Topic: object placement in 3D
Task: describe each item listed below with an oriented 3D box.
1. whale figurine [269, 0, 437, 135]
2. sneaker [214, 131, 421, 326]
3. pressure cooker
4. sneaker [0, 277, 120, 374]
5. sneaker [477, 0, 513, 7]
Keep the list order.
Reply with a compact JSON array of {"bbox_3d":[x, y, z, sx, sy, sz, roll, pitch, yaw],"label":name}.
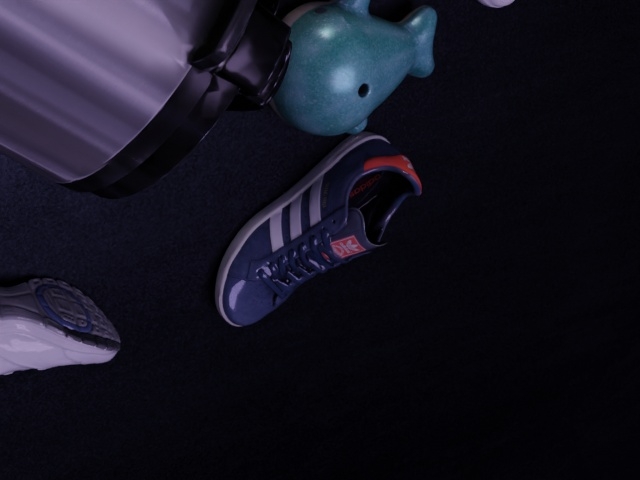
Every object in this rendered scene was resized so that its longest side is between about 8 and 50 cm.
[{"bbox_3d":[0.059,-0.234,1.544,0.272,0.141,0.216,-17,124,-29],"label":"whale figurine"},{"bbox_3d":[0.000,0.000,1.635,0.350,0.148,0.131,-48,133,-2],"label":"sneaker"},{"bbox_3d":[-0.241,-0.246,1.142,0.420,0.370,0.375,31,122,-32],"label":"pressure cooker"},{"bbox_3d":[-0.395,0.118,1.468,0.297,0.111,0.129,14,123,-36],"label":"sneaker"},{"bbox_3d":[0.287,-0.438,1.571,0.108,0.169,0.293,-19,127,-29],"label":"sneaker"}]
